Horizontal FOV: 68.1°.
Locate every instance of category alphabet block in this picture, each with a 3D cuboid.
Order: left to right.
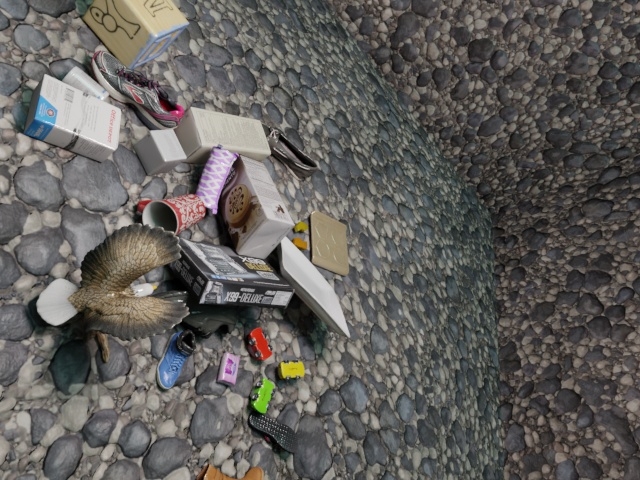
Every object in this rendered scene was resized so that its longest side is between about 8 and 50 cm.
[{"bbox_3d":[-0.576,-0.690,1.488,0.197,0.192,0.193,51,36,-18],"label":"alphabet block"}]

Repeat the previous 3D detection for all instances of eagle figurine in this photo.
[{"bbox_3d":[-0.446,0.116,1.060,0.226,0.298,0.225,50,39,-18],"label":"eagle figurine"}]

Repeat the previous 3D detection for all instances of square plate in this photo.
[{"bbox_3d":[-0.043,0.145,1.631,0.344,0.049,0.347,48,8,-22],"label":"square plate"}]

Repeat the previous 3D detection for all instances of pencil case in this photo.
[{"bbox_3d":[-0.329,-0.194,1.491,0.088,0.206,0.086,22,3,11],"label":"pencil case"}]

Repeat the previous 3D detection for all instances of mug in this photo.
[{"bbox_3d":[-0.423,-0.089,1.359,0.150,0.113,0.169,48,23,0],"label":"mug"}]

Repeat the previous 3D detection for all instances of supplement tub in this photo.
[{"bbox_3d":[-0.657,-0.423,1.324,0.107,0.071,0.071,42,41,-26],"label":"supplement tub"}]

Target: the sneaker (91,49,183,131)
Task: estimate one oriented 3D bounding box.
[{"bbox_3d":[-0.550,-0.463,1.446,0.299,0.112,0.121,40,42,-27],"label":"sneaker"}]

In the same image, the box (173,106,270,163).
[{"bbox_3d":[-0.334,-0.345,1.626,0.311,0.121,0.148,-3,71,-51],"label":"box"}]

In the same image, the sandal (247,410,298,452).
[{"bbox_3d":[-0.141,0.560,1.387,0.179,0.040,0.067,37,36,-10],"label":"sandal"}]

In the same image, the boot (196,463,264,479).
[{"bbox_3d":[-0.237,0.619,1.203,0.152,0.073,0.197,52,35,-8],"label":"boot"}]

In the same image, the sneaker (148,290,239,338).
[{"bbox_3d":[-0.343,0.204,1.303,0.286,0.109,0.130,11,77,-39],"label":"sneaker"}]

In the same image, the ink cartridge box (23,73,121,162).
[{"bbox_3d":[-0.649,-0.317,1.255,0.203,0.085,0.148,22,52,-43],"label":"ink cartridge box"}]

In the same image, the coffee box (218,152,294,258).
[{"bbox_3d":[-0.222,-0.111,1.511,0.118,0.168,0.297,14,38,-46],"label":"coffee box"}]

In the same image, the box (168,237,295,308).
[{"bbox_3d":[-0.261,0.097,1.372,0.307,0.077,0.242,13,19,-46],"label":"box"}]

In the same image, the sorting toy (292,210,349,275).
[{"bbox_3d":[0.000,0.000,1.897,0.307,0.041,0.229,24,56,-40],"label":"sorting toy"}]

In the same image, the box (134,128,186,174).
[{"bbox_3d":[-0.479,-0.264,1.417,0.087,0.101,0.101,-26,90,-56],"label":"box"}]

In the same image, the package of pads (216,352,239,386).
[{"bbox_3d":[-0.263,0.369,1.352,0.050,0.031,0.083,35,45,-35],"label":"package of pads"}]

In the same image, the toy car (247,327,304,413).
[{"bbox_3d":[-0.164,0.413,1.429,0.239,0.053,0.225,44,41,-23],"label":"toy car"}]

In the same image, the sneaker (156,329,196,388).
[{"bbox_3d":[-0.368,0.302,1.222,0.058,0.084,0.152,38,44,-31],"label":"sneaker"}]

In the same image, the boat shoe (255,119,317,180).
[{"bbox_3d":[-0.147,-0.375,1.893,0.335,0.095,0.112,40,42,-28],"label":"boat shoe"}]
